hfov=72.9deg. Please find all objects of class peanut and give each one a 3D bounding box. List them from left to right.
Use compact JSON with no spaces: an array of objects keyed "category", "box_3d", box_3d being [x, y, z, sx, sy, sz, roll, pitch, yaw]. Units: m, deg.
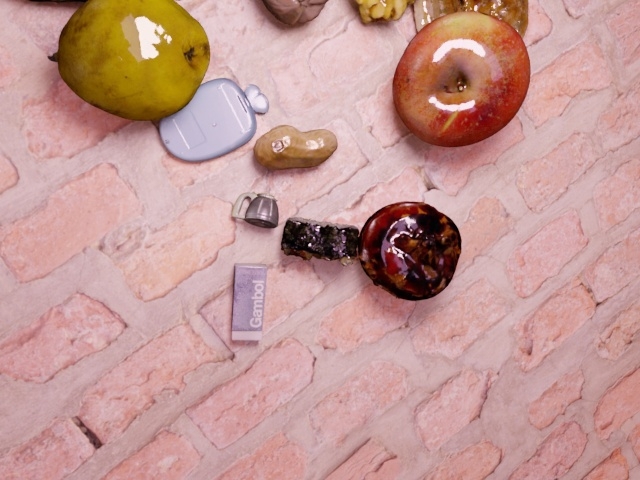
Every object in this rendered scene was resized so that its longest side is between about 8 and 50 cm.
[{"category":"peanut","box_3d":[-0.064,-0.255,1.179,0.236,0.110,0.120,-11,88,-13]}]

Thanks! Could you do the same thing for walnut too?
[{"category":"walnut","box_3d":[-0.073,-0.672,1.099,0.223,0.224,0.225,-1,95,-12]}]

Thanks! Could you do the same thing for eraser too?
[{"category":"eraser","box_3d":[-0.200,0.171,1.214,0.091,0.046,0.213,3,94,-13]}]

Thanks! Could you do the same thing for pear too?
[{"category":"pear","box_3d":[-0.449,-0.425,1.006,0.374,0.287,0.288,0,95,3]}]

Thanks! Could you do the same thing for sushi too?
[{"category":"sushi","box_3d":[0.000,0.000,1.207,0.212,0.147,0.115,7,99,5]}]

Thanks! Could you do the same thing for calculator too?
[{"category":"calculator","box_3d":[-0.281,-0.326,1.159,0.302,0.042,0.189,-29,99,-6]}]

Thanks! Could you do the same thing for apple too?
[{"category":"apple","box_3d":[0.368,-0.418,1.150,0.347,0.277,0.349,5,114,11]}]

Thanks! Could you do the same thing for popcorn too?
[{"category":"popcorn","box_3d":[0.178,-0.686,1.148,0.225,0.200,0.203,8,71,-50]}]

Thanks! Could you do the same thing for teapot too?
[{"category":"teapot","box_3d":[-0.169,-0.089,1.181,0.124,0.092,0.091,16,74,-19]}]

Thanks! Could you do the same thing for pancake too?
[{"category":"pancake","box_3d":[0.445,-0.686,1.268,0.385,0.082,0.388,0,92,-9]}]

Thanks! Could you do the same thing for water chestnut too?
[{"category":"water chestnut","box_3d":[0.254,0.028,1.188,0.299,0.300,0.301,-1,95,-12]}]

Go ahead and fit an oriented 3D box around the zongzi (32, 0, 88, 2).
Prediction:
[{"category":"zongzi","box_3d":[-0.591,-0.670,0.942,0.285,0.288,0.134,-2,58,-3]}]
